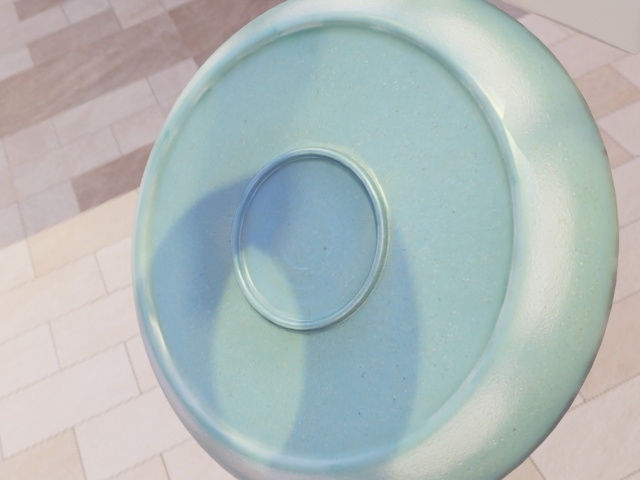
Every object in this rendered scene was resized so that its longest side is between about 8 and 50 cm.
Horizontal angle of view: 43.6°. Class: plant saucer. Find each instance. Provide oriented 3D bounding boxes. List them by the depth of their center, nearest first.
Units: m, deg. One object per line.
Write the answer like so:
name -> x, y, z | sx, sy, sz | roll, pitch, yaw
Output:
plant saucer -> 0.000, 0.000, 0.455 | 0.317, 0.043, 0.318 | -4, 82, 32

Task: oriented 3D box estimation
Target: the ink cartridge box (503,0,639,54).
ink cartridge box -> 0.195, -0.295, 0.670 | 0.171, 0.168, 0.233 | 13, 31, -22
